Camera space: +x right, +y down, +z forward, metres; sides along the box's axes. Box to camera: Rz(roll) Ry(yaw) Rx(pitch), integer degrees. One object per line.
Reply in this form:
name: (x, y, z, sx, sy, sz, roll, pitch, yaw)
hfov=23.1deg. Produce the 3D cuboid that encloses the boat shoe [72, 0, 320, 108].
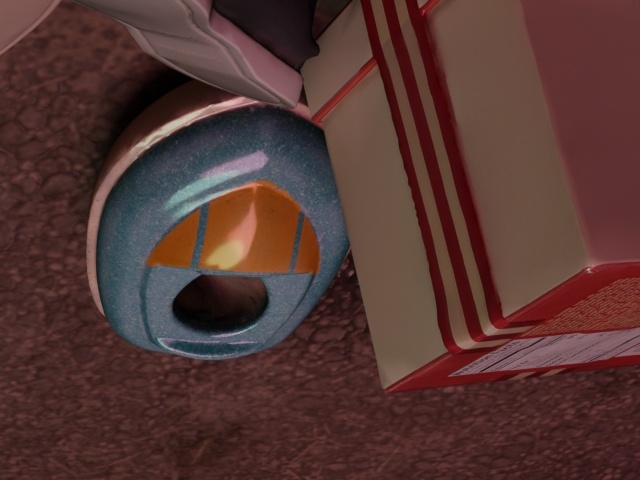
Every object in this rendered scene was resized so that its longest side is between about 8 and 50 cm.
boat shoe: (-0.078, -0.152, 0.818, 0.114, 0.091, 0.302, 17, 175, 17)

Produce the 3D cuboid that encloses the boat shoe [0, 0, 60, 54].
boat shoe: (-0.182, -0.191, 0.857, 0.112, 0.095, 0.335, -11, 158, -48)

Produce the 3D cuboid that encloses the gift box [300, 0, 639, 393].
gift box: (0.160, -0.070, 0.915, 0.276, 0.258, 0.255, -3, 161, -33)

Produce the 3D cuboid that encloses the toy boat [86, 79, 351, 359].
toy boat: (0.000, 0.000, 1.080, 0.318, 0.148, 0.267, 0, 142, -12)
